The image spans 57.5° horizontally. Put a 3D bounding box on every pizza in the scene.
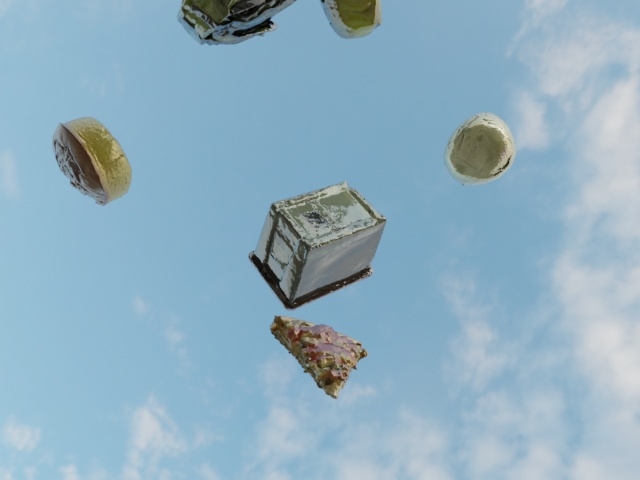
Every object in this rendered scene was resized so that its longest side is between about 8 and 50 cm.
[{"bbox_3d":[0.011,0.190,0.977,0.188,0.199,0.062,18,-73,-20],"label":"pizza"}]

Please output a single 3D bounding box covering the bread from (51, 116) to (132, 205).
[{"bbox_3d":[-0.383,-0.141,0.962,0.156,0.086,0.125,40,-36,22],"label":"bread"}]

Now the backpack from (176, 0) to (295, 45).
[{"bbox_3d":[-0.142,-0.451,1.078,0.140,0.253,0.207,53,-30,-10],"label":"backpack"}]

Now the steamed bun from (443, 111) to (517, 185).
[{"bbox_3d":[0.277,-0.155,0.993,0.130,0.091,0.112,-36,-61,-10],"label":"steamed bun"}]

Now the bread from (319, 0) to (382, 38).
[{"bbox_3d":[0.018,-0.529,0.973,0.112,0.166,0.383,-17,-51,-3],"label":"bread"}]

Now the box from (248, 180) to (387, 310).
[{"bbox_3d":[0.000,0.000,0.426,0.060,0.085,0.063,49,-40,30],"label":"box"}]
